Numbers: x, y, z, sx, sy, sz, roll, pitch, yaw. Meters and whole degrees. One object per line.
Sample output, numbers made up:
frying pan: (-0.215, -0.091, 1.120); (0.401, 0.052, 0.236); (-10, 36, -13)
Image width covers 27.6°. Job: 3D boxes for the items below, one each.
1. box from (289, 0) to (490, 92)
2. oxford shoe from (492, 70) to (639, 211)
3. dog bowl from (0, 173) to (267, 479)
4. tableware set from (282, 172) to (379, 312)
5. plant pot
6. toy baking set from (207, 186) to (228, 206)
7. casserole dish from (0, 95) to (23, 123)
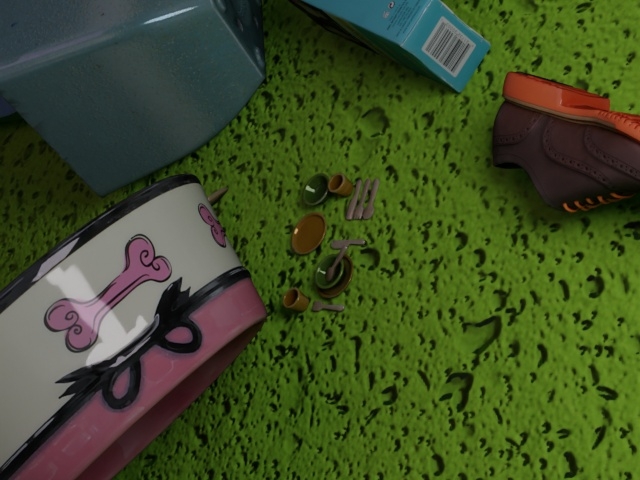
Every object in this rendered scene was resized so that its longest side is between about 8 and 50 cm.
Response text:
box: (0.058, -0.233, 1.346); (0.060, 0.100, 0.244); (-57, 40, 2)
oxford shoe: (0.244, -0.061, 1.081); (0.271, 0.097, 0.098); (35, 112, 54)
dog bowl: (-0.217, 0.130, 1.207); (0.408, 0.408, 0.150); (-44, 85, 15)
tableware set: (0.000, 0.000, 1.317); (0.104, 0.024, 0.154); (-1, 66, 45)
plant pot: (-0.203, -0.241, 1.516); (0.252, 0.247, 0.248); (-16, 53, 16)
toy baking set: (-0.212, 0.025, 1.410); (0.256, 0.197, 0.030); (-45, 85, 10)
casserole dish: (-0.446, -0.218, 1.883); (0.188, 0.037, 0.114); (-5, 63, 44)
